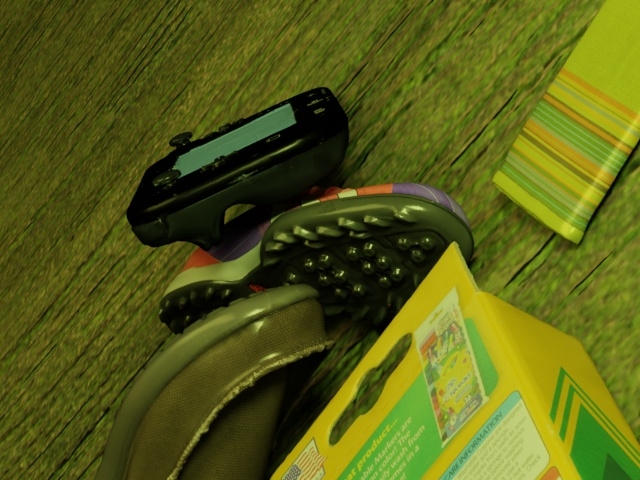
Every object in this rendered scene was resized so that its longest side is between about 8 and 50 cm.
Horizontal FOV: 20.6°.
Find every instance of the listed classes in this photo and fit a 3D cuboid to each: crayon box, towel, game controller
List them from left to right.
[{"bbox_3d":[-0.059,-0.063,1.317,0.166,0.067,0.319,-34,9,3],"label":"game controller"},{"bbox_3d":[0.085,0.171,0.944,0.203,0.083,0.323,-54,28,20],"label":"crayon box"},{"bbox_3d":[0.195,-0.113,1.084,0.237,0.021,0.102,-58,31,9],"label":"towel"}]

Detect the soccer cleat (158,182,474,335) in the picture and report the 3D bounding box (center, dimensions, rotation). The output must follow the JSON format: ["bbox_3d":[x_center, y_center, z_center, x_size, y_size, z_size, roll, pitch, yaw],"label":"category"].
[{"bbox_3d":[0.000,0.000,1.256,0.318,0.108,0.116,-24,32,52],"label":"soccer cleat"}]

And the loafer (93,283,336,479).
[{"bbox_3d":[-0.081,0.181,1.226,0.130,0.134,0.366,46,123,21],"label":"loafer"}]
